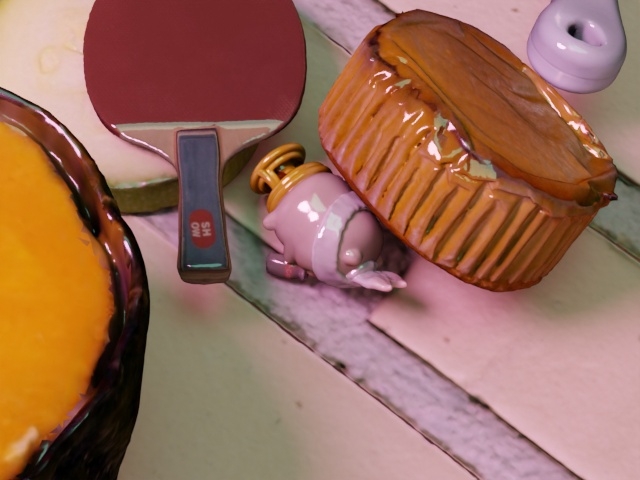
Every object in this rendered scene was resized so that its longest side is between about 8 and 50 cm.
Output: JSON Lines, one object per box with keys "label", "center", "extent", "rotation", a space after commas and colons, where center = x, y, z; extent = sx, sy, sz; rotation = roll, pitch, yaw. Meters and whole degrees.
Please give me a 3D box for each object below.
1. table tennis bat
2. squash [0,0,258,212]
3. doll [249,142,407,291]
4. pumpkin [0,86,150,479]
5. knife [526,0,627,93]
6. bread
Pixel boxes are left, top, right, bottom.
{"label": "table tennis bat", "center": [-0.083, -0.091, 1.037], "extent": [0.154, 0.021, 0.274], "rotation": [-3, 57, -4]}
{"label": "squash", "center": [-0.143, -0.116, 1.084], "extent": [0.219, 0.041, 0.219], "rotation": [3, 58, -4]}
{"label": "doll", "center": [0.000, 0.000, 1.028], "extent": [0.084, 0.073, 0.127], "rotation": [-43, 67, 6]}
{"label": "pumpkin", "center": [-0.224, 0.067, 0.832], "extent": [0.256, 0.225, 0.303], "rotation": [18, 55, -9]}
{"label": "knife", "center": [0.198, -0.227, 1.187], "extent": [0.080, 0.044, 0.331], "rotation": [16, 44, -3]}
{"label": "bread", "center": [0.094, -0.057, 1.027], "extent": [0.199, 0.104, 0.199], "rotation": [25, 31, -17]}
